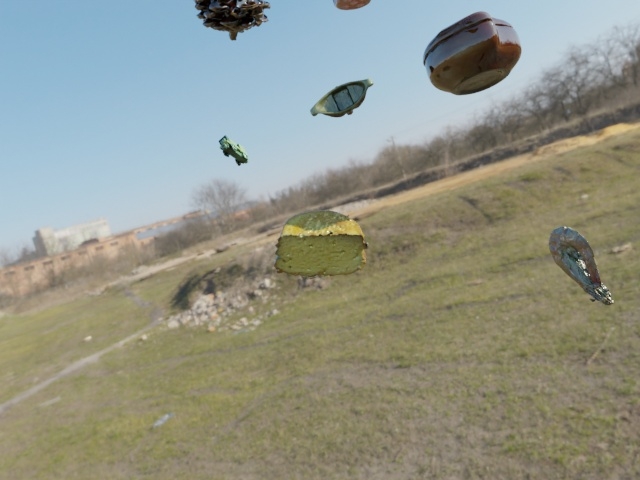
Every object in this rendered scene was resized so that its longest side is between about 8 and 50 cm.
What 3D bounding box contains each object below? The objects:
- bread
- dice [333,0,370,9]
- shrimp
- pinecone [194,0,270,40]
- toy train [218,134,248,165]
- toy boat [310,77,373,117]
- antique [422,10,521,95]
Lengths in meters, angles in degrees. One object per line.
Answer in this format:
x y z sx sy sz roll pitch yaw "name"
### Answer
0.000 0.000 1.370 0.228 0.143 0.140 1 42 -2 "bread"
0.077 -0.635 1.378 0.094 0.093 0.091 -7 1 -7 "dice"
0.545 0.054 1.158 0.042 0.190 0.101 -22 -21 -21 "shrimp"
-0.272 -0.730 1.645 0.243 0.244 0.257 -17 -32 0 "pinecone"
-0.287 -0.299 1.842 0.050 0.081 0.122 -37 -36 16 "toy train"
0.060 -0.381 1.500 0.185 0.089 0.071 -26 -5 10 "toy boat"
0.358 -0.429 1.304 0.223 0.129 0.278 -18 -5 9 "antique"
